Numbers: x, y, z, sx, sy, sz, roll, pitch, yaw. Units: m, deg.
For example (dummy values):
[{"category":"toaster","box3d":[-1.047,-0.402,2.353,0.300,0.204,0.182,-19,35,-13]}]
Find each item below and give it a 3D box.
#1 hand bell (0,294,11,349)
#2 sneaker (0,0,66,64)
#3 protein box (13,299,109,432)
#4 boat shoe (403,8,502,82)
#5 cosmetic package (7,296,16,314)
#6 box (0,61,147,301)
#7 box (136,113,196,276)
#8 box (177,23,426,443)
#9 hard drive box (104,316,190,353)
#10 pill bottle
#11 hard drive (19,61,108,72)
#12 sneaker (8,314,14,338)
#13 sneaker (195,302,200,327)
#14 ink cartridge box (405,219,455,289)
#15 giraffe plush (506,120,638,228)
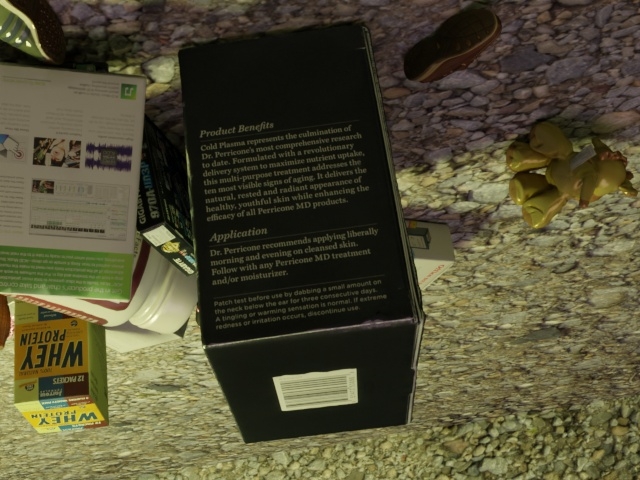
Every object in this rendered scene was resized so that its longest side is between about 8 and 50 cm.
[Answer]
[{"category":"hand bell","box3d":[-0.568,0.080,1.819,0.126,0.242,0.126,-7,153,-3]},{"category":"sneaker","box3d":[-0.410,-0.295,1.337,0.086,0.064,0.192,2,159,12]},{"category":"protein box","box3d":[-0.482,0.232,1.911,0.135,0.201,0.200,-6,154,-4]},{"category":"boat shoe","box3d":[0.202,-0.286,1.513,0.060,0.064,0.178,9,156,-39]},{"category":"cosmetic package","box3d":[-0.487,0.055,1.923,0.238,0.127,0.107,-22,150,23]},{"category":"box","box3d":[-0.370,-0.080,1.428,0.232,0.322,0.058,5,-171,-11]},{"category":"box","box3d":[-0.249,-0.075,1.625,0.051,0.220,0.175,-22,152,9]},{"category":"box","box3d":[-0.027,0.012,1.576,0.297,0.472,0.480,-6,153,0]},{"category":"hard drive box","box3d":[-0.397,0.139,2.051,0.181,0.089,0.232,34,147,-32]},{"category":"pill bottle","box3d":[-0.399,0.012,1.691,0.392,0.224,0.224,22,142,-29]},{"category":"hard drive","box3d":[-0.467,-0.134,1.459,0.338,0.237,0.064,-4,-168,-9]},{"category":"sneaker","box3d":[-0.682,0.170,2.192,0.057,0.047,0.119,8,143,-15]},{"category":"sneaker","box3d":[-0.247,0.084,2.079,0.146,0.105,0.296,6,144,-22]},{"category":"ink cartridge box","box3d":[0.143,0.030,2.078,0.212,0.093,0.154,7,151,-24]},{"category":"giraffe plush","box3d":[0.456,-0.121,1.797,0.170,0.182,0.210,-3,173,-36]}]
